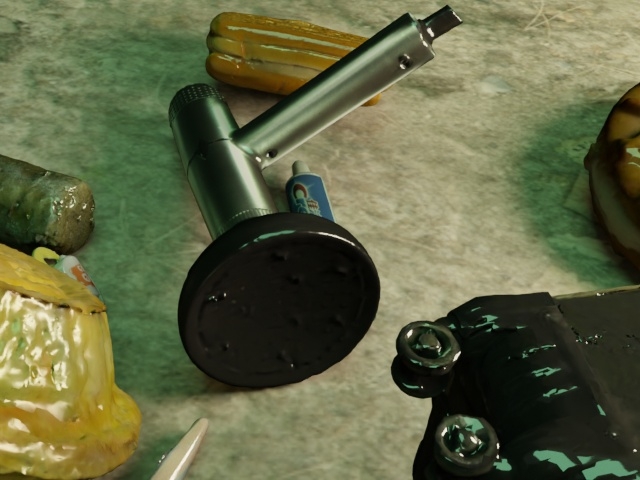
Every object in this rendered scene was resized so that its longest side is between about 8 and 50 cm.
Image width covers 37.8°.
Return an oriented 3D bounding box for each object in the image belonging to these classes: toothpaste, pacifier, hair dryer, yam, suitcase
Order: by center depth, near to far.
[{"bbox_3d":[0.253,0.149,0.560,0.434,0.283,0.194,-7,46,-13],"label":"suitcase"},{"bbox_3d":[-0.214,0.047,0.762,0.064,0.068,0.083,-36,79,6],"label":"pacifier"},{"bbox_3d":[-0.011,-0.084,0.769,0.156,0.284,0.320,32,30,-38],"label":"hair dryer"},{"bbox_3d":[-0.286,-0.042,0.810,0.179,0.078,0.078,19,49,10],"label":"yam"},{"bbox_3d":[0.000,0.000,0.833,0.057,0.035,0.197,-17,51,1],"label":"toothpaste"}]

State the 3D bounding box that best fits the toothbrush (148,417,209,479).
[{"bbox_3d":[-0.162,0.258,0.583,0.037,0.028,0.375,24,50,7],"label":"toothbrush"}]

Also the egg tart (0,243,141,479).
[{"bbox_3d":[-0.231,0.063,0.603,0.288,0.288,0.118,23,88,14],"label":"egg tart"}]

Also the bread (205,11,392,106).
[{"bbox_3d":[-0.017,-0.185,0.953,0.200,0.077,0.116,9,12,-6],"label":"bread"}]

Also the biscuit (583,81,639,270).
[{"bbox_3d":[0.418,-0.046,0.873,0.332,0.103,0.332,4,47,-4],"label":"biscuit"}]
